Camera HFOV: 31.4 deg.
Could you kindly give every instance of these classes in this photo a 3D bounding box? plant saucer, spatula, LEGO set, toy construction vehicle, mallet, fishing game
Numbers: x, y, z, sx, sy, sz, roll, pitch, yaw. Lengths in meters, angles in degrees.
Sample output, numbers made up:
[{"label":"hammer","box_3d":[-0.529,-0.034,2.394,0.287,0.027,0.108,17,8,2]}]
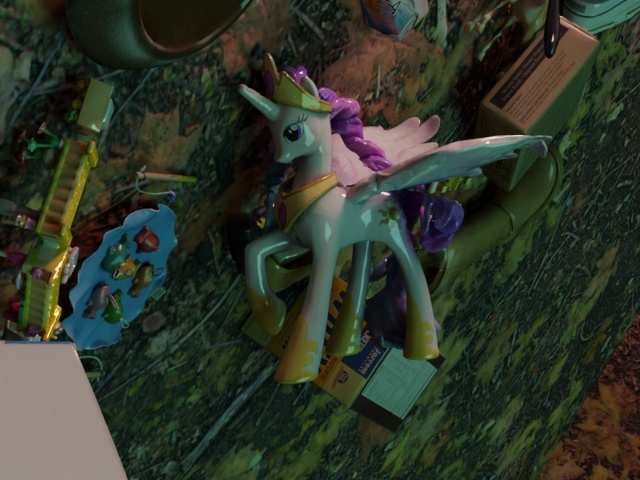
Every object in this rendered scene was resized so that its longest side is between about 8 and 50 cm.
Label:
[{"label":"plant saucer","box_3d":[-0.105,-0.281,1.034,0.310,0.050,0.310,-50,164,-20]},{"label":"spatula","box_3d":[0.346,-0.358,1.623,0.084,0.030,0.296,85,21,-49]},{"label":"LEGO set","box_3d":[-0.281,-0.019,1.071,0.132,0.107,0.287,-82,-172,-70]},{"label":"toy construction vehicle","box_3d":[0.201,-0.070,1.810,0.098,0.035,0.086,-9,126,-55]},{"label":"mallet","box_3d":[-0.051,-0.050,1.438,0.190,0.039,0.062,-47,148,-28]},{"label":"fishing game","box_3d":[-0.209,0.046,1.246,0.264,0.041,0.189,-62,163,6]}]

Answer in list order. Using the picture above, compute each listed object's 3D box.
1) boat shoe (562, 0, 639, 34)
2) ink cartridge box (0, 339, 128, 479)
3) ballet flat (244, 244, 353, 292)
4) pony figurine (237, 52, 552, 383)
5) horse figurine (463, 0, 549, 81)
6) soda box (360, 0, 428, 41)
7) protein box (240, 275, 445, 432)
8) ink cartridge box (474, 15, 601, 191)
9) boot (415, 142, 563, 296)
[{"label":"boat shoe","box_3d":[0.491,-0.402,1.871,0.267,0.096,0.088,-34,148,-34]},{"label":"ink cartridge box","box_3d":[-0.330,0.218,1.034,0.232,0.168,0.171,-36,159,24]},{"label":"ballet flat","box_3d":[0.000,0.000,1.505,0.232,0.080,0.073,-33,165,-38]},{"label":"pony figurine","box_3d":[0.059,-0.038,1.353,0.351,0.303,0.364,-6,98,-32]},{"label":"horse figurine","box_3d":[0.277,-0.340,1.623,0.174,0.066,0.263,-52,154,-1]},{"label":"soda box","box_3d":[0.078,-0.321,1.334,0.063,0.058,0.183,-48,150,-17]},{"label":"protein box","box_3d":[0.035,0.145,1.589,0.136,0.200,0.201,-55,152,-4]},{"label":"ink cartridge box","box_3d":[0.326,-0.207,1.762,0.193,0.088,0.235,-50,165,-14]},{"label":"boot","box_3d":[0.276,-0.033,1.892,0.269,0.089,0.236,-28,148,-42]}]
